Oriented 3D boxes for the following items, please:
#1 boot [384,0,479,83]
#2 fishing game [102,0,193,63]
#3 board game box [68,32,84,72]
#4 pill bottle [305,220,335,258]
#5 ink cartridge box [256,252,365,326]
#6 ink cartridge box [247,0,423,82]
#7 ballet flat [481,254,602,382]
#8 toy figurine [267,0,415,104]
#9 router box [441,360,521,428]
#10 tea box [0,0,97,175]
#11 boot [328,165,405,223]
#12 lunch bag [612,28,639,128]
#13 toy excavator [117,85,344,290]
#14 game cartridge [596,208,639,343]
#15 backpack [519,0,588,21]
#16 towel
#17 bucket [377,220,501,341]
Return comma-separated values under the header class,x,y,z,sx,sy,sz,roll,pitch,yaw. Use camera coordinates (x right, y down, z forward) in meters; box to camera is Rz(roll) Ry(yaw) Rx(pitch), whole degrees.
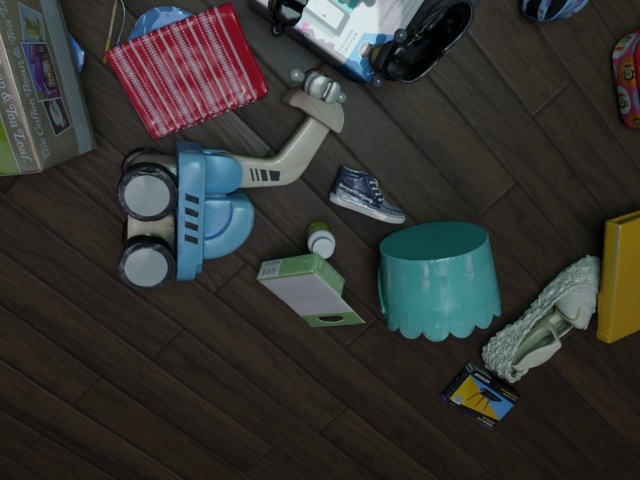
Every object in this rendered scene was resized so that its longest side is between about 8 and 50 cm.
class,x,y,z,sx,sy,sz,roll,pitch,yaw
boot,0.251,-0.441,0.938,0.118,0.222,0.338,33,103,-15
fishing game,-0.303,-0.380,1.001,0.264,0.041,0.189,11,115,-15
board game box,-0.556,-0.389,0.974,0.133,0.033,0.168,-31,107,12
pill bottle,0.000,0.000,1.122,0.065,0.116,0.065,-2,110,-5
ink cartridge box,-0.015,0.125,1.155,0.171,0.056,0.235,-11,139,36
ink cartridge box,0.022,-0.462,0.920,0.270,0.197,0.198,30,103,-15
ballet flat,0.606,0.220,1.257,0.147,0.147,0.409,40,100,-17
toy figurine,0.033,-0.339,0.789,0.213,0.148,0.209,-23,117,0
router box,0.450,0.436,1.359,0.179,0.046,0.133,32,103,-15
tea box,-0.642,-0.293,0.877,0.324,0.220,0.329,-3,112,4
boot,0.121,-0.105,1.123,0.190,0.069,0.086,17,109,-10
lunch bag,0.812,-0.404,1.074,0.293,0.120,0.258,-21,106,0
toy excavator,-0.192,-0.123,1.037,0.445,0.222,0.433,0,109,-21
game cartridge,0.822,0.074,1.230,0.285,0.053,0.323,-15,112,-21
backpack,0.498,-0.527,0.976,0.117,0.158,0.173,5,123,-27
towel,-0.265,-0.340,0.991,0.275,0.031,0.199,-22,121,0
bucket,0.264,0.079,1.103,0.281,0.281,0.183,-11,108,-2
